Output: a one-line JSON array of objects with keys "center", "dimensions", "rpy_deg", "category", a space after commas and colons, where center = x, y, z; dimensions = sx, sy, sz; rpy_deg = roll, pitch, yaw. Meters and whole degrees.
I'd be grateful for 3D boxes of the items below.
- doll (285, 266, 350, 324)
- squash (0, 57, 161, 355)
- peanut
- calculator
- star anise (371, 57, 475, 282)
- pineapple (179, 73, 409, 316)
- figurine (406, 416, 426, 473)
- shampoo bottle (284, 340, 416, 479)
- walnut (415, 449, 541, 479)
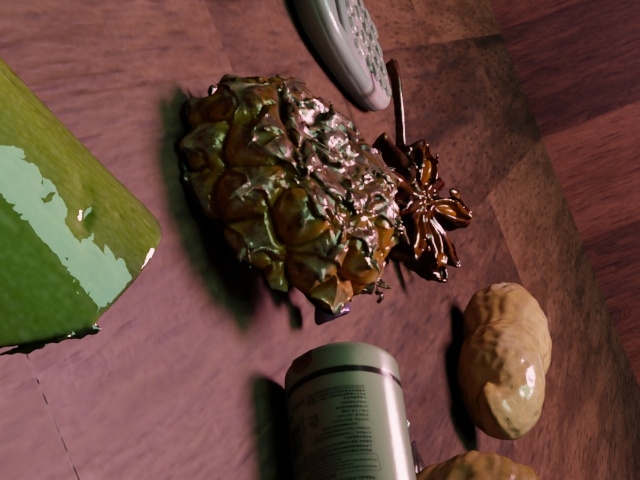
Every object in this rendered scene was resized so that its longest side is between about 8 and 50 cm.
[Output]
[{"center": [0.000, 0.000, 1.126], "dimensions": [0.190, 0.050, 0.115], "rpy_deg": [-43, 118, -74], "category": "doll"}, {"center": [-0.199, -0.065, 0.502], "dimensions": [0.287, 0.137, 0.137], "rpy_deg": [50, 23, -21], "category": "squash"}, {"center": [0.206, 0.131, 1.532], "dimensions": [0.117, 0.101, 0.263], "rpy_deg": [46, 21, -8], "category": "peanut"}, {"center": [0.013, -0.251, 1.488], "dimensions": [0.295, 0.042, 0.184], "rpy_deg": [50, 25, -55], "category": "calculator"}, {"center": [0.102, -0.060, 1.461], "dimensions": [0.177, 0.073, 0.234], "rpy_deg": [48, 42, -32], "category": "star anise"}, {"center": [-0.010, -0.047, 1.013], "dimensions": [0.225, 0.076, 0.225], "rpy_deg": [33, 35, -27], "category": "pineapple"}, {"center": [0.057, 0.177, 1.110], "dimensions": [0.106, 0.047, 0.060], "rpy_deg": [-103, -155, -43], "category": "figurine"}, {"center": [0.028, 0.195, 0.912], "dimensions": [0.085, 0.085, 0.262], "rpy_deg": [51, 24, -47], "category": "shampoo bottle"}, {"center": [0.106, 0.248, 0.998], "dimensions": [0.155, 0.155, 0.184], "rpy_deg": [58, 34, -33], "category": "walnut"}]
